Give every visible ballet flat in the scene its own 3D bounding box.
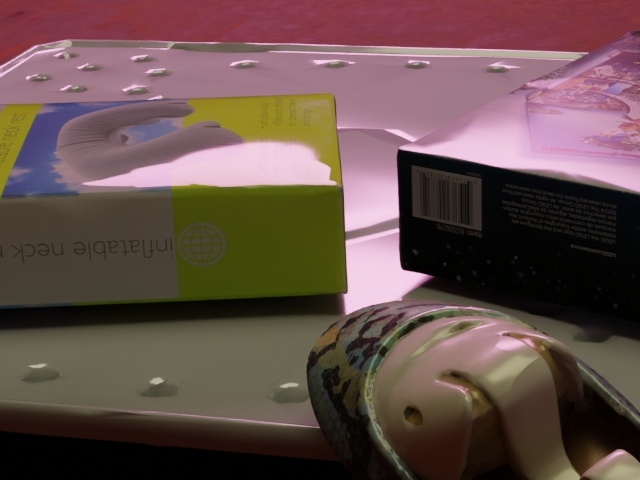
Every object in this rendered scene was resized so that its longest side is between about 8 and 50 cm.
[{"bbox_3d":[0.060,0.057,0.406,0.070,0.070,0.188,-18,43,-35],"label":"ballet flat"}]

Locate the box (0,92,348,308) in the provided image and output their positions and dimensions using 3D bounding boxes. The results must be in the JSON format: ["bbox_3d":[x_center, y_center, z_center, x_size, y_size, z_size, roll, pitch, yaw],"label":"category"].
[{"bbox_3d":[-0.082,-0.014,0.583,0.178,0.042,0.109,-2,21,-1],"label":"box"}]

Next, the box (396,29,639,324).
[{"bbox_3d":[0.163,-0.013,0.548,0.233,0.044,0.159,13,26,35],"label":"box"}]

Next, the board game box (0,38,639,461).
[{"bbox_3d":[0.000,0.000,0.666,0.390,0.050,0.390,4,22,15],"label":"board game box"}]
